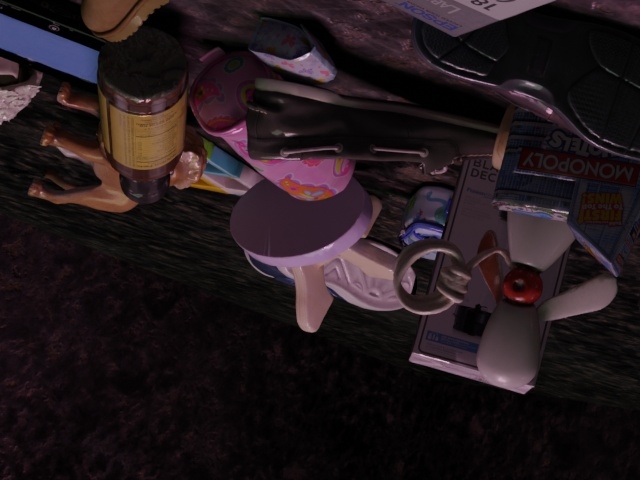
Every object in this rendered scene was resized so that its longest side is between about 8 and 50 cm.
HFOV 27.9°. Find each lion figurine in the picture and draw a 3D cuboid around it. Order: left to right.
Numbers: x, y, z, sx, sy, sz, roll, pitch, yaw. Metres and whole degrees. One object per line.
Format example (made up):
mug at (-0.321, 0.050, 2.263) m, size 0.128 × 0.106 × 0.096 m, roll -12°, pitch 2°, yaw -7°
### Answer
lion figurine at (-0.319, -0.122, 2.021) m, size 0.240 × 0.142 × 0.392 m, roll 20°, pitch 165°, yaw -11°

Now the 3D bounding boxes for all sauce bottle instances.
sauce bottle at (-0.226, -0.146, 1.639) m, size 0.111 × 0.111 × 0.344 m, roll 16°, pitch 158°, yaw -2°

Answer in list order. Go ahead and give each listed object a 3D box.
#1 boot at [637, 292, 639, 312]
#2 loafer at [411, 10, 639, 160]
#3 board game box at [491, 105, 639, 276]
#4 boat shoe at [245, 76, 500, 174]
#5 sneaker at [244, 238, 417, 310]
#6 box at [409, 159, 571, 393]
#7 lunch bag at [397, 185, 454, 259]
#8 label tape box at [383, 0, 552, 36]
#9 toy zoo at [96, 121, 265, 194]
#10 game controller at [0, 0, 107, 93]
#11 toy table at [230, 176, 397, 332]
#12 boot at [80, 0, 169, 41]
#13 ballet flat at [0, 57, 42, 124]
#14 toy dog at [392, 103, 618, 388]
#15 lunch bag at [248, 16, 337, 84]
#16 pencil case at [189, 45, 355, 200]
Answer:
boot at (0.462, 0.029, 1.537) m, size 0.094 × 0.207 × 0.246 m, roll 7°, pitch 167°, yaw 38°
loafer at (0.230, -0.164, 1.238) m, size 0.302 × 0.109 × 0.095 m, roll 22°, pitch -172°, yaw -3°
board game box at (0.278, -0.069, 1.338) m, size 0.194 × 0.194 × 0.060 m, roll 11°, pitch 168°, yaw 23°
boat shoe at (0.069, -0.119, 1.516) m, size 0.335 × 0.096 × 0.112 m, roll 9°, pitch -171°, yaw -19°
sneaker at (0.006, 0.040, 2.519) m, size 0.322 × 0.130 × 0.236 m, roll 16°, pitch 180°, yaw -28°
box at (0.233, 0.039, 1.699) m, size 0.169 × 0.290 × 0.087 m, roll 17°, pitch 168°, yaw 5°
lunch bag at (0.235, -0.011, 1.985) m, size 0.219 × 0.090 × 0.176 m, roll 16°, pitch 167°, yaw -7°
label tape box at (0.051, -0.253, 0.966) m, size 0.240 × 0.106 × 0.333 m, roll 21°, pitch 168°, yaw -24°
toy zoo at (-0.214, -0.130, 2.166) m, size 0.192 × 0.030 × 0.293 m, roll 9°, pitch 167°, yaw 32°
game controller at (-0.349, -0.256, 1.625) m, size 0.319 × 0.067 × 0.166 m, roll 19°, pitch 169°, yaw -20°
toy table at (0.000, 0.000, 2.025) m, size 0.274 × 0.252 × 0.161 m, roll 22°, pitch 161°, yaw 49°
boot at (-0.273, -0.304, 1.245) m, size 0.269 × 0.089 × 0.236 m, roll 21°, pitch 157°, yaw -28°
ballet flat at (-0.543, -0.271, 1.700) m, size 0.409 × 0.147 × 0.147 m, roll 17°, pitch 171°, yaw -43°
toy dog at (0.256, -0.009, 1.498) m, size 0.220 × 0.334 × 0.161 m, roll 38°, pitch -167°, yaw 15°
lunch bag at (-0.026, -0.210, 1.435) m, size 0.083 × 0.053 × 0.071 m, roll 22°, pitch 174°, yaw 31°
pencil case at (-0.057, -0.146, 1.653) m, size 0.124 × 0.124 × 0.284 m, roll 10°, pitch 167°, yaw 29°
